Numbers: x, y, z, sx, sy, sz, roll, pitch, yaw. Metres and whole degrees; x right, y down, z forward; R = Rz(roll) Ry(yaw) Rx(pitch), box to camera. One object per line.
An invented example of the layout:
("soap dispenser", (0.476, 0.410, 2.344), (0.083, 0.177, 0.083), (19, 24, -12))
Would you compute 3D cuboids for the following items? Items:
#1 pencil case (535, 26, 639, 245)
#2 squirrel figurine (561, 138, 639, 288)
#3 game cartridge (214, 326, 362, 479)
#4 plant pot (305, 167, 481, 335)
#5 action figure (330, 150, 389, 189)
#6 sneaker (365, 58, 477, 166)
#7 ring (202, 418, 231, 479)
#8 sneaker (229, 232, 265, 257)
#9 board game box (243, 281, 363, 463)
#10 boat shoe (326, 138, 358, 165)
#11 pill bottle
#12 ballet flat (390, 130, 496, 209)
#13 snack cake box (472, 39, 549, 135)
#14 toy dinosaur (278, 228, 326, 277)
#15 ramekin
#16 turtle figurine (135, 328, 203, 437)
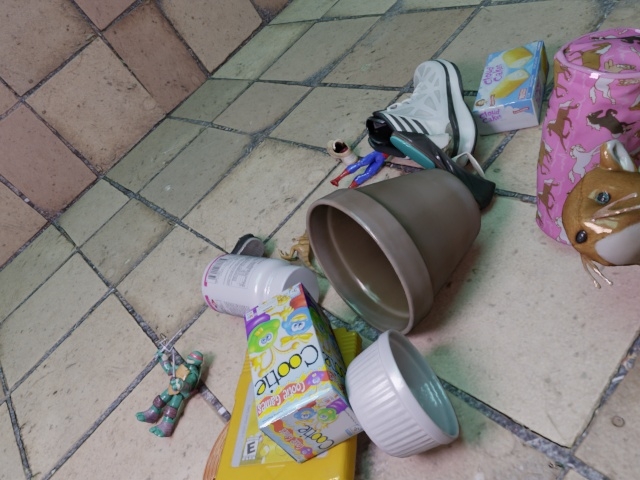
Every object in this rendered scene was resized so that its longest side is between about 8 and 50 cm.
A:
("pencil case", (0.483, -0.166, 0.901), (0.167, 0.386, 0.160), (-27, 44, -11))
("squirrel figurine", (0.575, -0.017, 0.756), (0.397, 0.281, 0.370), (-36, 46, -28))
("game cartridge", (-0.058, 0.334, 1.030), (0.285, 0.052, 0.323), (-17, 42, 23))
("plant pot", (0.173, -0.009, 1.087), (0.280, 0.323, 0.323), (-34, 34, -23))
("action figure", (0.174, -0.222, 1.450), (0.280, 0.091, 0.139), (-43, 31, -7))
("sneaker", (0.248, -0.374, 1.404), (0.257, 0.169, 0.447), (2, 44, -5))
("ring", (-0.090, 0.444, 1.007), (0.336, 0.032, 0.336), (-21, 39, 19))
("sneaker", (-0.249, 0.078, 1.493), (0.222, 0.083, 0.118), (-48, 19, -3))
("board game box", (-0.038, 0.238, 0.966), (0.142, 0.144, 0.275), (-29, 37, 6))
("boat shoe", (0.062, -0.295, 1.636), (0.063, 0.059, 0.170), (-41, 38, -5))
("pill bottle", (-0.152, 0.121, 1.287), (0.283, 0.160, 0.160), (4, 53, 41))
("ballet flat", (0.296, -0.185, 1.211), (0.096, 0.280, 0.095), (-48, -4, -2))
("snack cake box", (0.515, -0.410, 1.379), (0.152, 0.089, 0.264), (-3, 48, 35))
("toy dinosaur", (-0.050, 0.031, 1.381), (0.112, 0.064, 0.211), (-23, 40, 15))
("ramekin", (0.134, 0.268, 0.883), (0.109, 0.207, 0.207), (-36, 36, 16))
("turtle figurine", (-0.352, 0.344, 1.248), (0.175, 0.118, 0.234), (7, 69, 60))
